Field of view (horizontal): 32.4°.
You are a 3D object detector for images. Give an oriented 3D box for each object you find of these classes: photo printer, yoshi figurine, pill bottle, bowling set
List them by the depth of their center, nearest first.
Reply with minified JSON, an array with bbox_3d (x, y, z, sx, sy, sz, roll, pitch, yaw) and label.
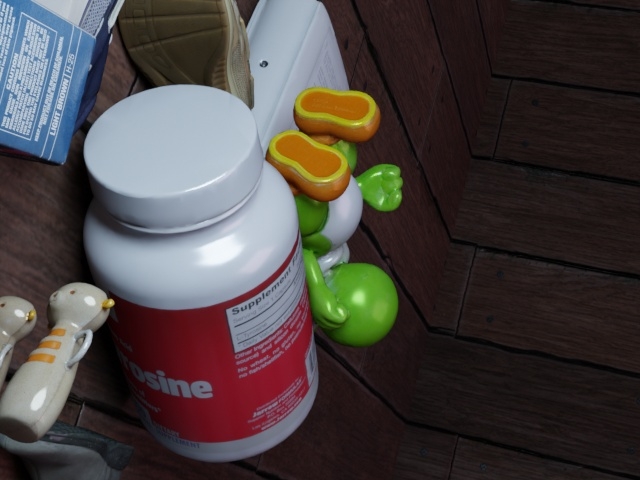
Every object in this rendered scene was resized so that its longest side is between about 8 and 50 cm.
[{"bbox_3d":[-0.301,0.060,0.796,0.200,0.287,0.154,48,40,-27],"label":"bowling set"},{"bbox_3d":[-0.130,0.042,1.217,0.408,0.229,0.229,83,25,-44],"label":"pill bottle"},{"bbox_3d":[0.028,0.003,1.360,0.362,0.203,0.203,92,-21,-48],"label":"yoshi figurine"},{"bbox_3d":[-0.062,-0.148,1.515,0.256,0.107,0.308,68,38,-59],"label":"photo printer"}]

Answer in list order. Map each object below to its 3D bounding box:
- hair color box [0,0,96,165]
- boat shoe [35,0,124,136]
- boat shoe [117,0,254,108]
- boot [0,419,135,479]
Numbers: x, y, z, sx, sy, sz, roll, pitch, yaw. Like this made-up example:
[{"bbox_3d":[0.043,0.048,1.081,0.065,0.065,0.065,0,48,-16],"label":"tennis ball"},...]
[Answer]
[{"bbox_3d":[-0.300,-0.136,0.662,0.347,0.173,0.105,22,81,-72],"label":"hair color box"},{"bbox_3d":[-0.223,-0.241,0.978,0.158,0.127,0.341,101,8,-63],"label":"boat shoe"},{"bbox_3d":[-0.142,-0.225,1.226,0.341,0.121,0.110,84,12,-49],"label":"boat shoe"},{"bbox_3d":[-0.280,0.271,1.145,0.246,0.083,0.161,51,58,-66],"label":"boot"}]
